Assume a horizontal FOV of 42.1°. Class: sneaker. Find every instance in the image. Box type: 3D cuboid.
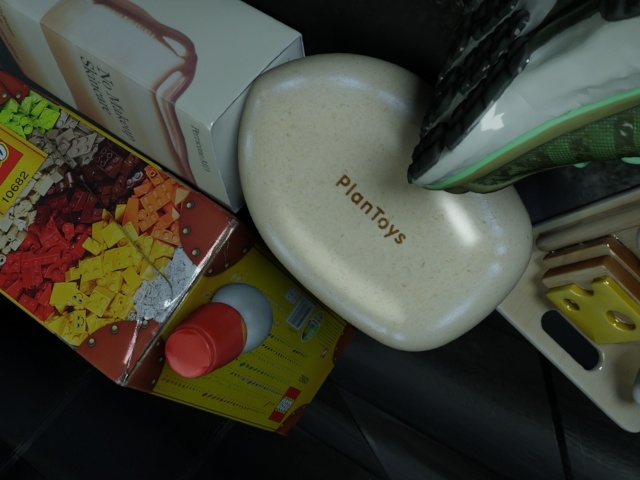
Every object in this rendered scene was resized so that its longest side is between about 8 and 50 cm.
[{"bbox_3d":[0.180,-0.079,0.420,0.182,0.158,0.410,26,167,-14],"label":"sneaker"}]

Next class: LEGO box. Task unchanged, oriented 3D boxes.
[{"bbox_3d":[-0.206,0.043,1.048,0.372,0.193,0.500,31,173,23],"label":"LEGO box"}]

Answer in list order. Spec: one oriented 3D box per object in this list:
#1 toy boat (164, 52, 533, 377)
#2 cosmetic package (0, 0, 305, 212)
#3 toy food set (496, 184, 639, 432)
[{"bbox_3d":[0.000,0.000,0.706,0.267,0.318,0.148,50,-162,3],"label":"toy boat"},{"bbox_3d":[-0.165,-0.175,0.797,0.296,0.129,0.153,32,157,20],"label":"cosmetic package"},{"bbox_3d":[0.265,0.073,0.619,0.220,0.092,0.306,43,159,-7],"label":"toy food set"}]
